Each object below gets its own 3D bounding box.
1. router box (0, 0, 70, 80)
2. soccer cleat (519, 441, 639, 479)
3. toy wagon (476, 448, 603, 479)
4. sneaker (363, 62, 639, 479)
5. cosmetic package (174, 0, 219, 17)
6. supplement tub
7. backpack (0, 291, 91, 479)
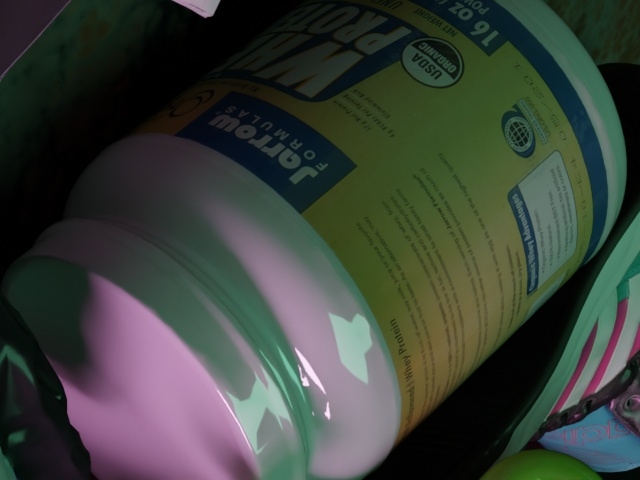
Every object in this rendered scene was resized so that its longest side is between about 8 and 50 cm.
[{"bbox_3d":[-0.067,-0.187,0.406,0.309,0.081,0.243,-46,153,12],"label":"router box"},{"bbox_3d":[0.112,0.174,1.092,0.143,0.116,0.331,-49,162,29],"label":"soccer cleat"},{"bbox_3d":[0.021,0.153,0.744,0.344,0.068,0.267,-13,162,-24],"label":"toy wagon"},{"bbox_3d":[0.096,0.074,0.952,0.295,0.124,0.178,-50,140,-21],"label":"sneaker"},{"bbox_3d":[-0.024,-0.194,0.580,0.099,0.060,0.239,19,98,-60],"label":"cosmetic package"},{"bbox_3d":[0.000,0.000,0.701,0.199,0.144,0.144,-41,145,-32],"label":"supplement tub"},{"bbox_3d":[-0.155,0.091,0.569,0.182,0.115,0.152,-46,150,-20],"label":"backpack"}]
